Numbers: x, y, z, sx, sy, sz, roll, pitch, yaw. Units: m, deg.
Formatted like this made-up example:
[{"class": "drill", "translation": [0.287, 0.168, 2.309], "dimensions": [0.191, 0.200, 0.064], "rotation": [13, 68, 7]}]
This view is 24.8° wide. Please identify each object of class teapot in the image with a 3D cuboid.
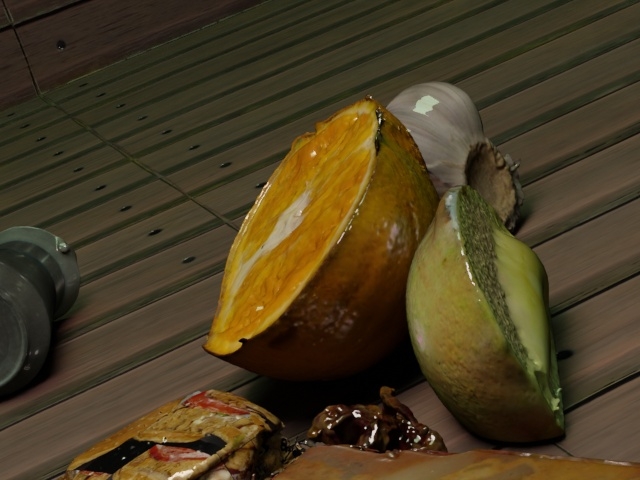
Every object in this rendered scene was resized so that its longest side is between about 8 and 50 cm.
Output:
[{"class": "teapot", "translation": [-0.386, 0.086, 1.712], "dimensions": [0.203, 0.171, 0.225], "rotation": [-46, 6, 17]}]

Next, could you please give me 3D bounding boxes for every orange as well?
[{"class": "orange", "translation": [-0.001, 0.004, 1.409], "dimensions": [0.274, 0.274, 0.310], "rotation": [-10, 1, 24]}]

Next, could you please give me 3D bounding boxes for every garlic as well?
[{"class": "garlic", "translation": [0.138, -0.059, 1.654], "dimensions": [0.207, 0.207, 0.256], "rotation": [-15, -15, 13]}]

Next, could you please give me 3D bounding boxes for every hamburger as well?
[{"class": "hamburger", "translation": [-0.115, 0.204, 1.213], "dimensions": [0.231, 0.107, 0.231], "rotation": [-24, 16, 8]}]

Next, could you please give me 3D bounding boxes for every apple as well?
[{"class": "apple", "translation": [0.130, 0.055, 1.267], "dimensions": [0.120, 0.193, 0.265], "rotation": [-25, 21, 15]}]

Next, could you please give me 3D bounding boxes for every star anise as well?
[{"class": "star anise", "translation": [0.055, 0.155, 1.166], "dimensions": [0.097, 0.070, 0.190], "rotation": [21, -4, -16]}]

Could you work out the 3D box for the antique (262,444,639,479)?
[{"class": "antique", "translation": [0.100, 0.205, 1.031], "dimensions": [0.310, 0.087, 0.093], "rotation": [-2, 24, 40]}]
